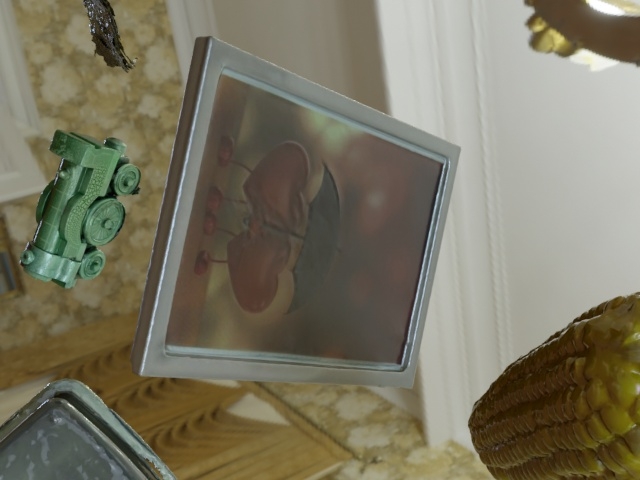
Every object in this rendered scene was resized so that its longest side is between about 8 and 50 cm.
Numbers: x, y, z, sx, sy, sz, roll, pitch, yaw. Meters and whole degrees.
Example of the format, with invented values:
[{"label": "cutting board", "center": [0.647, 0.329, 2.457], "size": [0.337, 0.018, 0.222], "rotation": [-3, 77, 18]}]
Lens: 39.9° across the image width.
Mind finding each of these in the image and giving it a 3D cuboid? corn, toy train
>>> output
[{"label": "corn", "center": [0.144, 0.088, 0.457], "size": [0.097, 0.097, 0.262], "rotation": [65, -15, 12]}, {"label": "toy train", "center": [-0.264, -0.031, 0.958], "size": [0.071, 0.104, 0.178], "rotation": [26, -81, 23]}]

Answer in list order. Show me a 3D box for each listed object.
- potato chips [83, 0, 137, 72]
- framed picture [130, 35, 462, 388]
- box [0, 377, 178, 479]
[{"label": "potato chips", "center": [-0.274, -0.290, 1.016], "size": [0.202, 0.029, 0.220], "rotation": [33, -28, 56]}, {"label": "framed picture", "center": [0.000, 0.000, 0.643], "size": [0.020, 0.289, 0.211], "rotation": [11, -92, 41]}, {"label": "box", "center": [-0.322, 0.323, 1.009], "size": [0.220, 0.290, 0.166], "rotation": [43, -16, 6]}]
